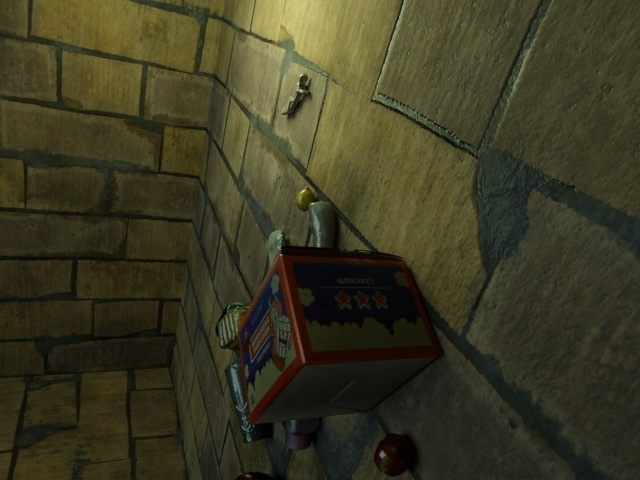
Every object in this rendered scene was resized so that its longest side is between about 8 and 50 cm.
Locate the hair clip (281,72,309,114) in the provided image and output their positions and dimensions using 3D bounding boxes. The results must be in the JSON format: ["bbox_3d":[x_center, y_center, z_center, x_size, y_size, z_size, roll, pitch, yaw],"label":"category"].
[{"bbox_3d":[-0.092,-0.493,1.723,0.226,0.034,0.072,139,128,-57],"label":"hair clip"}]

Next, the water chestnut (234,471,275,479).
[{"bbox_3d":[-0.255,0.945,1.635,0.300,0.300,0.299,-177,90,-64],"label":"water chestnut"}]

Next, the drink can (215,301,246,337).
[{"bbox_3d":[-0.395,0.364,2.164,0.205,0.118,0.118,123,141,-48],"label":"drink can"}]

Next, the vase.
[{"bbox_3d":[-0.276,0.617,1.870,0.251,0.156,0.300,-43,56,51],"label":"vase"}]

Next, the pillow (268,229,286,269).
[{"bbox_3d":[-0.160,0.078,1.783,0.128,0.051,0.229,168,102,-66],"label":"pillow"}]

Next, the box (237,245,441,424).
[{"bbox_3d":[0.018,0.221,1.090,0.348,0.319,0.256,121,144,-46],"label":"box"}]

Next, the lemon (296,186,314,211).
[{"bbox_3d":[-0.049,-0.133,1.561,0.062,0.062,0.083,-148,62,-61],"label":"lemon"}]

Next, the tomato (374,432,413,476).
[{"bbox_3d":[0.159,0.466,1.045,0.075,0.087,0.087,27,114,32],"label":"tomato"}]

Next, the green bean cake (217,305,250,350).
[{"bbox_3d":[-0.228,0.312,1.706,0.230,0.224,0.131,-40,52,52],"label":"green bean cake"}]

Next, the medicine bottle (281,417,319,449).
[{"bbox_3d":[-0.062,0.531,1.478,0.119,0.095,0.187,14,100,63],"label":"medicine bottle"}]

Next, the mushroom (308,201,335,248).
[{"bbox_3d":[0.003,0.001,1.422,0.092,0.081,0.223,-9,81,45],"label":"mushroom"}]
